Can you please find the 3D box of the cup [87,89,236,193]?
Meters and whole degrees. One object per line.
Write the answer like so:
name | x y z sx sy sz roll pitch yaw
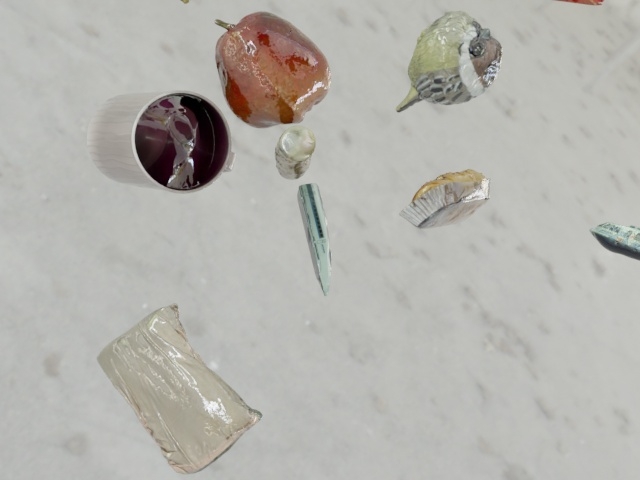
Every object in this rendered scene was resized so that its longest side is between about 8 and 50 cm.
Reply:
cup | -0.320 -0.216 2.229 0.288 0.273 0.208 -17 105 -34

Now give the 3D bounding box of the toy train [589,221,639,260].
toy train | 0.468 0.016 1.479 0.207 0.047 0.043 28 -11 47

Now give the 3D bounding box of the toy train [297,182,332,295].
toy train | -0.001 0.000 2.228 0.048 0.055 0.252 -9 66 -9

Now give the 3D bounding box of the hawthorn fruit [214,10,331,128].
hawthorn fruit | -0.115 -0.356 2.146 0.261 0.224 0.224 49 24 -28

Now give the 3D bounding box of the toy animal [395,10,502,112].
toy animal | 0.141 -0.179 1.147 0.098 0.137 0.098 17 35 -12

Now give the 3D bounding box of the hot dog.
hot dog | 0.226 -0.072 1.888 0.069 0.131 0.252 55 28 14

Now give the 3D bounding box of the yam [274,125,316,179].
yam | -0.049 -0.169 2.044 0.081 0.081 0.356 47 -4 -2

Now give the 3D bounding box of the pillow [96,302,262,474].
pillow | -0.225 0.228 1.639 0.270 0.173 0.067 50 14 22

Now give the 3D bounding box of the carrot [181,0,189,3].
carrot | -0.222 -0.477 1.478 0.066 0.066 0.314 -2 78 -56

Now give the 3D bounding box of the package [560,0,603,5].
package | 0.327 -0.505 1.770 0.423 0.123 0.196 16 47 31
